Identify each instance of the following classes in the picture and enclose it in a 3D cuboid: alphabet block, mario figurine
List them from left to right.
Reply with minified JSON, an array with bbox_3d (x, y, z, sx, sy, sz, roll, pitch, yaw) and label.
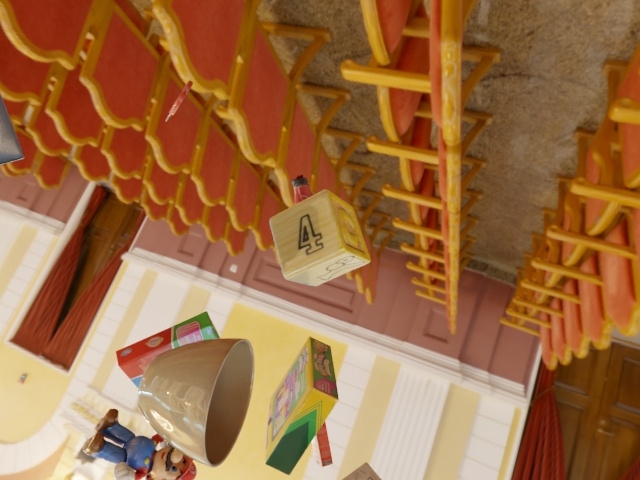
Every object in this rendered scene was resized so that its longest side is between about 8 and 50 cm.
[{"bbox_3d":[-0.483,0.597,1.280,0.320,0.198,0.170,38,150,-19],"label":"mario figurine"},{"bbox_3d":[0.000,0.000,1.273,0.197,0.194,0.192,-25,159,20],"label":"alphabet block"}]

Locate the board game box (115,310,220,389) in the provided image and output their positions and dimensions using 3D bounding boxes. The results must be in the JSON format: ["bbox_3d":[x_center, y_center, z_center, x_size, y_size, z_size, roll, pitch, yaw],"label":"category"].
[{"bbox_3d":[-0.501,0.401,1.562,0.064,0.316,0.242,54,162,42],"label":"board game box"}]

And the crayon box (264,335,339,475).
[{"bbox_3d":[-0.069,0.557,1.572,0.106,0.313,0.363,30,-169,-10],"label":"crayon box"}]

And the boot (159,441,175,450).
[{"bbox_3d":[-0.601,0.740,1.829,0.091,0.229,0.263,5,163,-31],"label":"boot"}]

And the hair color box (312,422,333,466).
[{"bbox_3d":[-0.001,0.702,1.563,0.043,0.141,0.072,-5,167,-23],"label":"hair color box"}]

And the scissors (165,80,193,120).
[{"bbox_3d":[-0.466,-0.404,1.406,0.021,0.109,0.297,31,152,-26],"label":"scissors"}]

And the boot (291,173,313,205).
[{"bbox_3d":[-0.043,-0.191,1.926,0.088,0.176,0.244,-13,171,24],"label":"boot"}]

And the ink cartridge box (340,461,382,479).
[{"bbox_3d":[0.031,0.695,1.067,0.165,0.332,0.065,35,141,51],"label":"ink cartridge box"}]

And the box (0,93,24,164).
[{"bbox_3d":[-0.802,-0.326,0.935,0.294,0.182,0.297,33,136,33],"label":"box"}]

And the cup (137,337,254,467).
[{"bbox_3d":[-0.348,0.416,1.231,0.236,0.331,0.331,7,163,12],"label":"cup"}]
